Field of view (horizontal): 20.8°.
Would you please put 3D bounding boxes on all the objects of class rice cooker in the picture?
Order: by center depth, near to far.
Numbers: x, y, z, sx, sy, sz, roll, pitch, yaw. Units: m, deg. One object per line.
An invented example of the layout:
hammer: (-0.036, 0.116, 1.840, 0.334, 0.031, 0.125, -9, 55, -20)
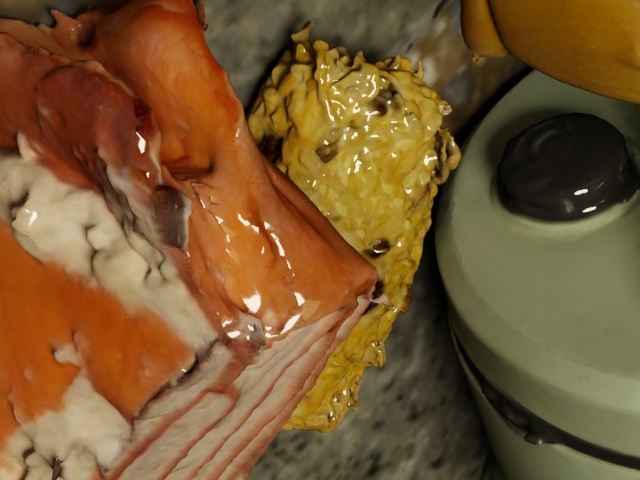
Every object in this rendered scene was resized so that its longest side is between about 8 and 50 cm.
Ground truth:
rice cooker: (0.162, 0.031, 0.629, 0.226, 0.226, 0.244, -38, 131, -16)

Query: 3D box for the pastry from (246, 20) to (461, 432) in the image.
pastry: (0.000, 0.000, 0.588, 0.080, 0.056, 0.140, 9, 116, -36)

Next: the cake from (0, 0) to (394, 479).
cake: (-0.066, 0.055, 0.530, 0.098, 0.135, 0.287, -27, 141, -45)

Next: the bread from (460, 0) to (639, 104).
bread: (0.103, -0.156, 0.501, 0.236, 0.070, 0.236, 15, 90, -70)
